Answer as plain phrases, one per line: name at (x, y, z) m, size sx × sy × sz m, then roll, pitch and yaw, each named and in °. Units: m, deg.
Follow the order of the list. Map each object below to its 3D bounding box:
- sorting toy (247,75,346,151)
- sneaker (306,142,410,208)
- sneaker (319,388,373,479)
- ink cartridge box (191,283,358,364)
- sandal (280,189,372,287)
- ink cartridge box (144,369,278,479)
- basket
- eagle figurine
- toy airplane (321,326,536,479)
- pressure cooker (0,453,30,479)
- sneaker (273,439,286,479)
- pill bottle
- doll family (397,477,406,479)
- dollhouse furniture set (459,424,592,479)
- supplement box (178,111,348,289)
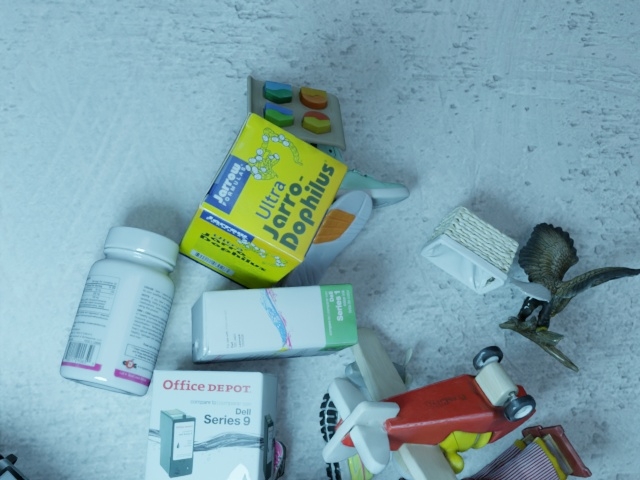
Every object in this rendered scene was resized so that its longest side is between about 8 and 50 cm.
sorting toy at (-0.048, -0.266, 1.771) m, size 0.208 × 0.038 × 0.193 m, roll 12°, pitch 39°, yaw -15°
sneaker at (0.062, -0.147, 1.797) m, size 0.255 × 0.094 × 0.151 m, roll 2°, pitch 74°, yaw -16°
sneaker at (0.057, 0.376, 1.690) m, size 0.094 × 0.081 × 0.209 m, roll -2°, pitch 84°, yaw -24°
ink cartridge box at (-0.094, 0.158, 1.625) m, size 0.278 × 0.201 × 0.117 m, roll -2°, pitch 77°, yaw -16°
sandal at (-0.007, -0.004, 1.736) m, size 0.265 × 0.076 × 0.102 m, roll -52°, pitch 135°, yaw 4°
ink cartridge box at (-0.195, 0.376, 1.550) m, size 0.211 × 0.121 × 0.289 m, roll -1°, pitch 78°, yaw 11°
basket at (0.315, 0.019, 1.821) m, size 0.167 × 0.113 × 0.103 m, roll 34°, pitch 67°, yaw -6°
eagle figurine at (0.507, 0.091, 1.812) m, size 0.226 × 0.225 × 0.298 m, roll 43°, pitch 77°, yaw -4°
toy airplane at (0.175, 0.356, 1.595) m, size 0.384 × 0.272 × 0.386 m, roll 22°, pitch 43°, yaw 9°
pressure cooker at (-0.567, 0.518, 1.321) m, size 0.420 × 0.370 × 0.375 m, roll 42°, pitch 75°, yaw 1°
sneaker at (-0.106, 0.448, 1.630) m, size 0.063 × 0.075 × 0.170 m, roll 22°, pitch 93°, yaw 17°
pill bottle at (-0.356, 0.128, 1.581) m, size 0.160 × 0.160 × 0.283 m, roll 17°, pitch 74°, yaw -11°
doll family at (0.157, 0.537, 1.669) m, size 0.193 × 0.111 × 0.076 m, roll -39°, pitch 120°, yaw -23°
dollhouse furniture set at (0.470, 0.569, 1.714) m, size 0.201 × 0.152 × 0.374 m, roll -34°, pitch 88°, yaw -20°
supplement box at (-0.117, -0.051, 1.585) m, size 0.195 × 0.356 × 0.194 m, roll 28°, pitch 72°, yaw -8°
